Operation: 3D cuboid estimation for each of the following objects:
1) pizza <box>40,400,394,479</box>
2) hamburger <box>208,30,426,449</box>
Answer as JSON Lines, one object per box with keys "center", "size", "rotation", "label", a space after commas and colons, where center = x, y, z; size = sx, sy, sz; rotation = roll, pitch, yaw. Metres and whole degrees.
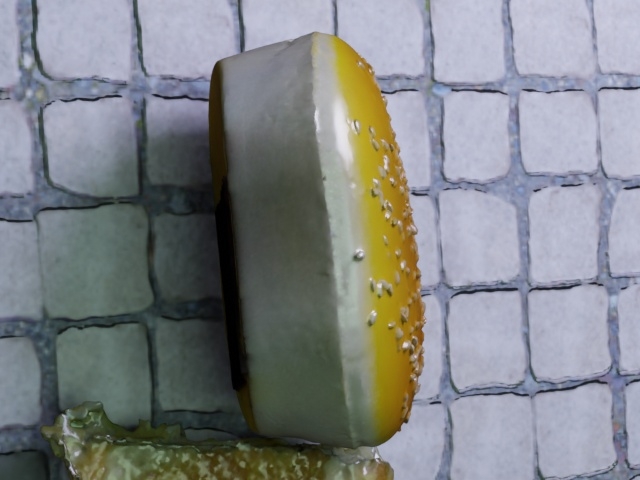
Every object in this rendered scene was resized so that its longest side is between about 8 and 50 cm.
{"center": [-0.085, 0.205, 1.286], "size": [0.287, 0.075, 0.280], "rotation": [43, 67, -18], "label": "pizza"}
{"center": [0.000, 0.000, 1.251], "size": [0.151, 0.227, 0.295], "rotation": [-3, 93, -4], "label": "hamburger"}
